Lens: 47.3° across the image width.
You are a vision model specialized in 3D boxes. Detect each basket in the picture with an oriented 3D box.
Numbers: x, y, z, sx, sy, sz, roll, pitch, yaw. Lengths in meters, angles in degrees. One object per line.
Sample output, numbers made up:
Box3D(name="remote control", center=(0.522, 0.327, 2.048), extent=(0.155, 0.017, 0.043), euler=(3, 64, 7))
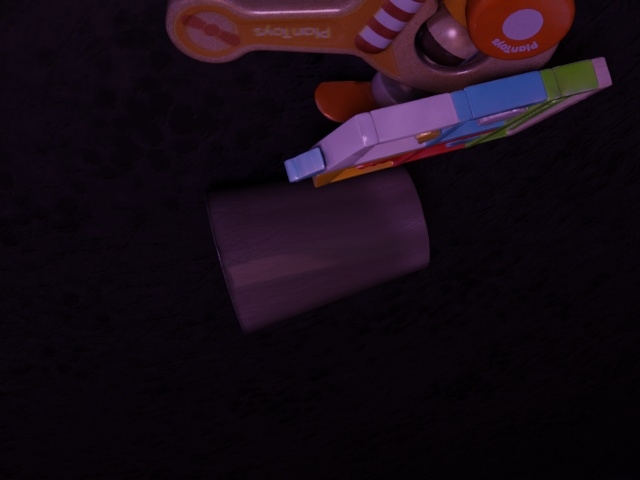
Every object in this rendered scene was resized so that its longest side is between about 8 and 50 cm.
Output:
Box3D(name="basket", center=(0.000, 0.000, 0.851), extent=(0.226, 0.154, 0.204), euler=(-14, 143, -4))

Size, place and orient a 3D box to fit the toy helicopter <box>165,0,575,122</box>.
Box3D(name="toy helicopter", center=(0.039, -0.190, 0.670), extent=(0.354, 0.140, 0.235), euler=(1, 150, 0))

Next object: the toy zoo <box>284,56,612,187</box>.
Box3D(name="toy zoo", center=(0.104, -0.106, 0.717), extent=(0.293, 0.030, 0.192), euler=(-16, 178, -14))
